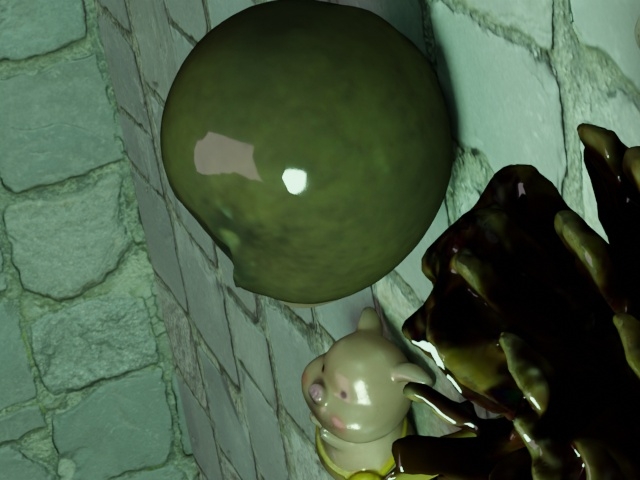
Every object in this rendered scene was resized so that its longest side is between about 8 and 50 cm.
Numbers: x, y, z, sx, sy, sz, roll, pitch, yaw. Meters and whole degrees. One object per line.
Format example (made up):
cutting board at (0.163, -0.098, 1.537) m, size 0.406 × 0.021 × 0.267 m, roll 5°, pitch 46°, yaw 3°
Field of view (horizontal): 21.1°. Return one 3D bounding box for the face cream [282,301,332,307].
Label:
face cream at (0.000, 0.000, 2.070) m, size 0.149 × 0.149 × 0.104 m, roll 103°, pitch 146°, yaw -60°

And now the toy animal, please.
toy animal at (0.055, 0.227, 2.158) m, size 0.165 × 0.149 × 0.248 m, roll 41°, pitch 141°, yaw 37°

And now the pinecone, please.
pinecone at (0.229, 0.119, 1.140) m, size 0.398 × 0.398 × 0.397 m, roll 162°, pitch 90°, yaw -74°

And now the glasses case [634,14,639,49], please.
glasses case at (0.256, -0.165, 1.286) m, size 0.083 × 0.021 × 0.032 m, roll 112°, pitch 139°, yaw -65°

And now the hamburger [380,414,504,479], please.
hamburger at (0.156, 0.331, 1.764) m, size 0.236 × 0.276 × 0.276 m, roll 56°, pitch 160°, yaw 16°

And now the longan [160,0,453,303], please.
longan at (-0.013, -0.093, 1.750) m, size 0.319 × 0.319 × 0.318 m, roll 162°, pitch 90°, yaw -74°
